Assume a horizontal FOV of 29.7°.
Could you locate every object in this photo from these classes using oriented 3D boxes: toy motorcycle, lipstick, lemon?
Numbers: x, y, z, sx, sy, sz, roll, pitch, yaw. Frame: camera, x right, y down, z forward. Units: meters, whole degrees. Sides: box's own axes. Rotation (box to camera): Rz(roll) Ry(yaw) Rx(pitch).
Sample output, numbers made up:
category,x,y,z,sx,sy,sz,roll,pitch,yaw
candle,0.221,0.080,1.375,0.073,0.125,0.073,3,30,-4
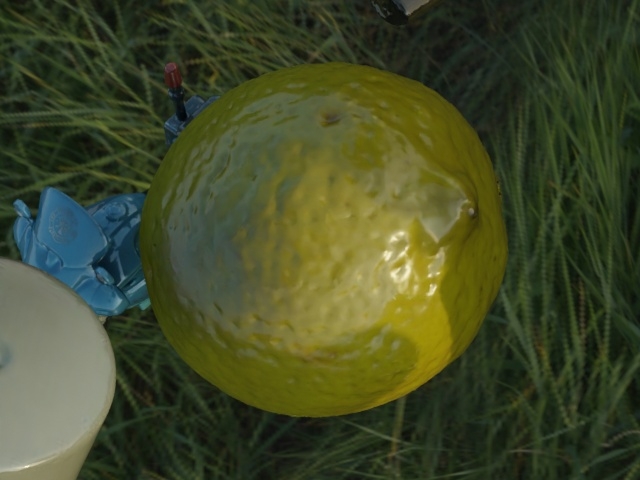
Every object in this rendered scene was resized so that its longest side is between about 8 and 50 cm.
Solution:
category,x,y,z,sx,sy,sz,roll,pitch,yaw
toy motorcycle,-0.145,-0.019,0.996,0.124,0.182,0.272,37,70,21
lipstick,-0.134,0.108,0.395,0.070,0.070,0.254,52,136,20
lemon,0.000,0.000,0.839,0.267,0.267,0.267,-4,79,19

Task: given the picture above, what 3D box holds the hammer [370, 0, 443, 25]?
category,x,y,z,sx,sy,sz,roll,pitch,yaw
hammer,0.171,-0.252,0.888,0.111,0.043,0.365,41,59,20
